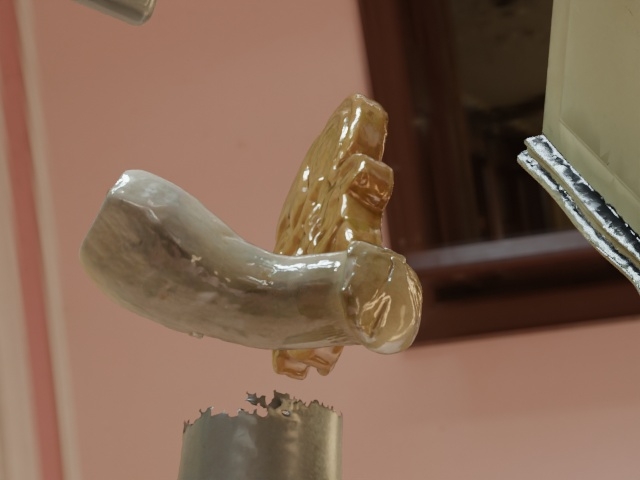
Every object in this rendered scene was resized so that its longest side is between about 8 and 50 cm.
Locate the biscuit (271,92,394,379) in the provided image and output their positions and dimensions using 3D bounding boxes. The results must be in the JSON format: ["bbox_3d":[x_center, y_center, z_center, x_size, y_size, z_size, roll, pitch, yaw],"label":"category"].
[{"bbox_3d":[-0.001,0.000,1.303,0.289,0.044,0.202,-90,23,-66],"label":"biscuit"}]

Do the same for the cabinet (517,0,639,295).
[{"bbox_3d":[0.301,-0.152,1.033,0.227,0.289,0.318,-121,28,-57],"label":"cabinet"}]

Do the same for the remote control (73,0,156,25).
[{"bbox_3d":[-0.164,-0.174,1.018,0.184,0.027,0.050,17,-104,-41],"label":"remote control"}]

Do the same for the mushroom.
[{"bbox_3d":[-0.044,0.024,1.105,0.081,0.223,0.092,6,-79,-70],"label":"mushroom"}]

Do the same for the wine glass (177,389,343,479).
[{"bbox_3d":[-0.035,0.188,0.836,0.103,0.103,0.222,51,-142,-60],"label":"wine glass"}]
